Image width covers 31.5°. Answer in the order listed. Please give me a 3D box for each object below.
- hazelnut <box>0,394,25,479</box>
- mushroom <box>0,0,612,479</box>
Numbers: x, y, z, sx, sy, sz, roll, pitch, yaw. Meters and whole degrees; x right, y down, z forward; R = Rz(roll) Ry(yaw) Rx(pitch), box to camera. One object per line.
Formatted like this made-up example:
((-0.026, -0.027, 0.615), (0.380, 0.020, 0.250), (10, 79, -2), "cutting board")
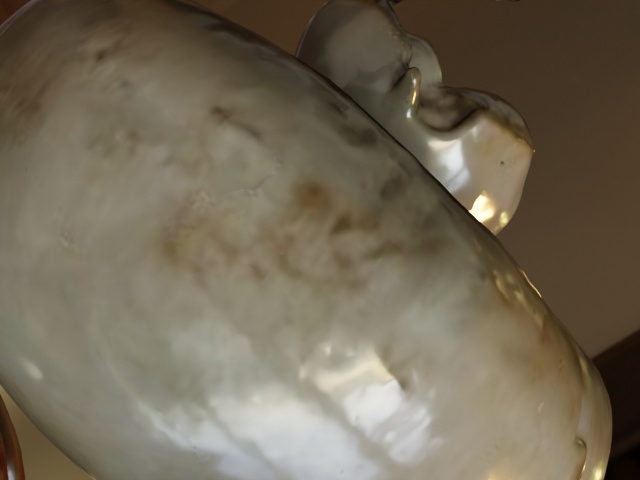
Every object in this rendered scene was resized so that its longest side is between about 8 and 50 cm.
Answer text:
((-0.508, 0.259, 1.068), (0.429, 0.402, 0.402), (-21, -155, 10), "hazelnut")
((0.000, 0.000, 0.562), (0.294, 0.362, 0.362), (-50, -157, -1), "mushroom")
